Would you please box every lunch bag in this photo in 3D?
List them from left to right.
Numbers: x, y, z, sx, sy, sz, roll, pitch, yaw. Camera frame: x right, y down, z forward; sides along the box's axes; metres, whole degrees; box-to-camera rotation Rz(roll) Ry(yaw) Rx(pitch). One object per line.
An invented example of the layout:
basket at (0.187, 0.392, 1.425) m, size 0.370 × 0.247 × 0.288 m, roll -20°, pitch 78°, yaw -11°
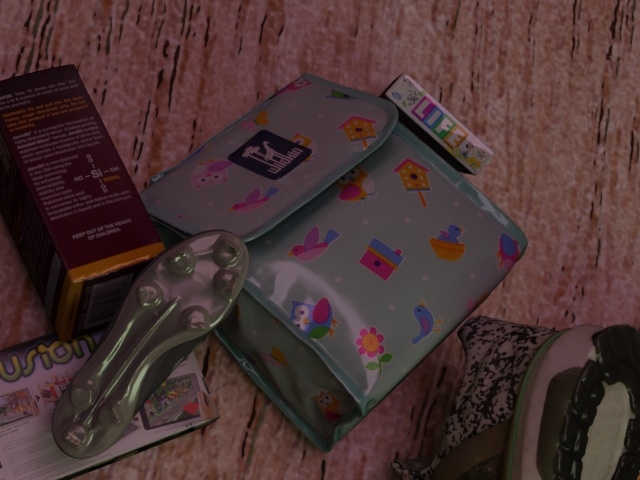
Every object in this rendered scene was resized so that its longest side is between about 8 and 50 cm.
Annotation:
lunch bag at (0.000, 0.000, 1.197) m, size 0.262 × 0.160 × 0.223 m, roll 46°, pitch 63°, yaw 8°

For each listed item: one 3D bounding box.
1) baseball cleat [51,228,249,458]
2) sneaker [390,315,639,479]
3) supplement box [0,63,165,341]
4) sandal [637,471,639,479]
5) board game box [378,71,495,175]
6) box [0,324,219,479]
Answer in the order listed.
baseball cleat at (-0.133, 0.073, 1.098) m, size 0.072 × 0.109 × 0.206 m, roll 43°, pitch 86°, yaw -4°
sneaker at (0.129, 0.243, 1.172) m, size 0.158 × 0.182 × 0.410 m, roll 20°, pitch 90°, yaw -45°
supplement box at (-0.201, -0.031, 1.143) m, size 0.081 × 0.104 × 0.188 m, roll -18°, pitch 67°, yaw -25°
sandal at (0.273, 0.232, 1.255) m, size 0.265 × 0.102 × 0.076 m, roll 12°, pitch 70°, yaw -7°
board game box at (0.099, -0.101, 1.269) m, size 0.103 × 0.154 × 0.026 m, roll 41°, pitch 93°, yaw -3°
box at (-0.196, 0.128, 1.149) m, size 0.207 × 0.036 × 0.114 m, roll -18°, pitch 79°, yaw -24°
